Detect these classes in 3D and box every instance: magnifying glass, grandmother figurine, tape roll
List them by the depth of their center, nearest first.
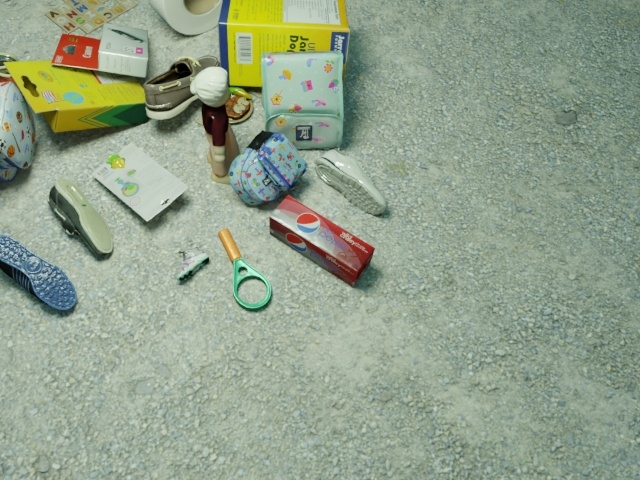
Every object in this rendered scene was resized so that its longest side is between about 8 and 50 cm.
[{"bbox_3d":[-0.195,0.069,1.417,0.092,0.026,0.231,-23,65,-16],"label":"magnifying glass"},{"bbox_3d":[-0.256,-0.295,1.429,0.104,0.342,0.208,-19,65,-15],"label":"grandmother figurine"},{"bbox_3d":[-0.372,-0.763,1.713,0.286,0.286,0.100,-37,69,-22],"label":"tape roll"}]

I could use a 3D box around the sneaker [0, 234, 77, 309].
[{"bbox_3d":[-0.665,0.080,1.345,0.232,0.090,0.081,44,63,-6],"label":"sneaker"}]

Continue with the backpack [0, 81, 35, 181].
[{"bbox_3d":[-0.825,-0.270,1.412,0.213,0.263,0.276,8,73,-10],"label":"backpack"}]

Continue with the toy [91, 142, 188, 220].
[{"bbox_3d":[-0.465,-0.145,1.493,0.237,0.056,0.137,38,68,20],"label":"toy"}]

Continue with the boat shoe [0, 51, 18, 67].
[{"bbox_3d":[-0.962,-0.468,1.618,0.223,0.080,0.073,-13,69,-6],"label":"boat shoe"}]

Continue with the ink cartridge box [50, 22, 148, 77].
[{"bbox_3d":[-0.607,-0.544,1.608,0.239,0.060,0.275,4,34,-20],"label":"ink cartridge box"}]

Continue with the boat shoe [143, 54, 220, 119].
[{"bbox_3d":[-0.378,-0.452,1.608,0.116,0.096,0.324,16,44,20],"label":"boat shoe"}]

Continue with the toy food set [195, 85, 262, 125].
[{"bbox_3d":[-0.260,-0.392,1.656,0.132,0.038,0.192,26,62,9],"label":"toy food set"}]

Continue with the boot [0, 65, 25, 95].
[{"bbox_3d":[-0.823,-0.443,1.610,0.158,0.084,0.059,8,59,-2],"label":"boot"}]

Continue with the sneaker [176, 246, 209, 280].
[{"bbox_3d":[-0.329,0.052,1.409,0.069,0.038,0.098,39,56,17],"label":"sneaker"}]

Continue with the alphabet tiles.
[{"bbox_3d":[-0.738,-0.743,1.825,0.198,0.009,0.237,39,65,15],"label":"alphabet tiles"}]

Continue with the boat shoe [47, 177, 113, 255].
[{"bbox_3d":[-0.597,-0.046,1.428,0.079,0.084,0.233,-44,77,16],"label":"boat shoe"}]

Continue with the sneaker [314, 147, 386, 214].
[{"bbox_3d":[0.096,-0.165,1.541,0.235,0.090,0.095,42,56,15],"label":"sneaker"}]

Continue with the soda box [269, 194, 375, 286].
[{"bbox_3d":[0.000,0.000,1.433,0.263,0.092,0.083,32,62,12],"label":"soda box"}]

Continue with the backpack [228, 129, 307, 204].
[{"bbox_3d":[-0.141,-0.176,1.480,0.117,0.158,0.173,15,58,50],"label":"backpack"}]

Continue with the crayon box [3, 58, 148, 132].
[{"bbox_3d":[-0.640,-0.391,1.531,0.318,0.081,0.202,-18,61,-43],"label":"crayon box"}]

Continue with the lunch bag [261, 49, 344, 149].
[{"bbox_3d":[-0.049,-0.374,1.561,0.223,0.262,0.160,-2,22,-5],"label":"lunch bag"}]

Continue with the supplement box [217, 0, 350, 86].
[{"bbox_3d":[-0.106,-0.573,1.660,0.356,0.195,0.194,2,46,-4],"label":"supplement box"}]
